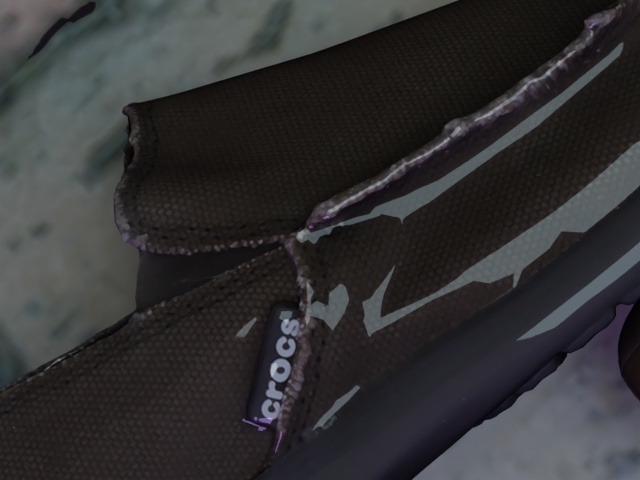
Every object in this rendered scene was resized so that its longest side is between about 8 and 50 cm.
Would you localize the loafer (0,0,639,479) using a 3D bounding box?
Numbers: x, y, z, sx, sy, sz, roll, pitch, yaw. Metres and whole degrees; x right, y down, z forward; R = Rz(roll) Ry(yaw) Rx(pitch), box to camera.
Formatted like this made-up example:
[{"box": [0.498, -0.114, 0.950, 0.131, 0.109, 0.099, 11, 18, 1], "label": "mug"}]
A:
[{"box": [0.000, 0.000, 0.547, 0.366, 0.134, 0.130, -43, 91, -7], "label": "loafer"}]

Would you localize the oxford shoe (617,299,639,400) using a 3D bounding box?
[{"box": [0.189, 0.039, 0.596, 0.227, 0.096, 0.082, 16, 58, -21], "label": "oxford shoe"}]
